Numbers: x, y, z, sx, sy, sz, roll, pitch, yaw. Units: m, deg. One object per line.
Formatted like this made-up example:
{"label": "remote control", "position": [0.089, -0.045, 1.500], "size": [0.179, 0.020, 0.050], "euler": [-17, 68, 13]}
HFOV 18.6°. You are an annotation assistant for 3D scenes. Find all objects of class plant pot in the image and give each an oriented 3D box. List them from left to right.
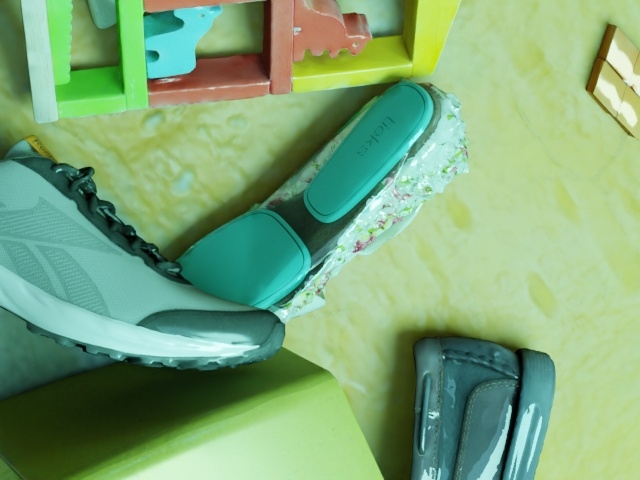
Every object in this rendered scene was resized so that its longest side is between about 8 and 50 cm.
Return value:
{"label": "plant pot", "position": [-0.066, 0.171, 1.177], "size": [0.187, 0.212, 0.212], "euler": [-29, 107, -16]}

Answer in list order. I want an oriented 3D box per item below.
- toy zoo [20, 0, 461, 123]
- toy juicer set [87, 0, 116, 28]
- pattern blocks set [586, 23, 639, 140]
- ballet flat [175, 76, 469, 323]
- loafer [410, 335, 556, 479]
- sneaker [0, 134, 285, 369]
{"label": "toy zoo", "position": [-0.028, -0.159, 1.129], "size": [0.293, 0.030, 0.192], "euler": [-7, 141, -9]}
{"label": "toy juicer set", "position": [-0.055, -0.284, 1.100], "size": [0.329, 0.089, 0.209], "euler": [-33, 109, 10]}
{"label": "pattern blocks set", "position": [0.313, -0.124, 1.256], "size": [0.285, 0.026, 0.325], "euler": [-23, 106, -4]}
{"label": "ballet flat", "position": [0.000, 0.000, 1.205], "size": [0.241, 0.091, 0.077], "euler": [-39, 140, 6]}
{"label": "loafer", "position": [0.067, 0.207, 1.258], "size": [0.095, 0.109, 0.302], "euler": [16, 92, -4]}
{"label": "sneaker", "position": [-0.145, 0.004, 1.136], "size": [0.271, 0.100, 0.108], "euler": [21, 89, 9]}
